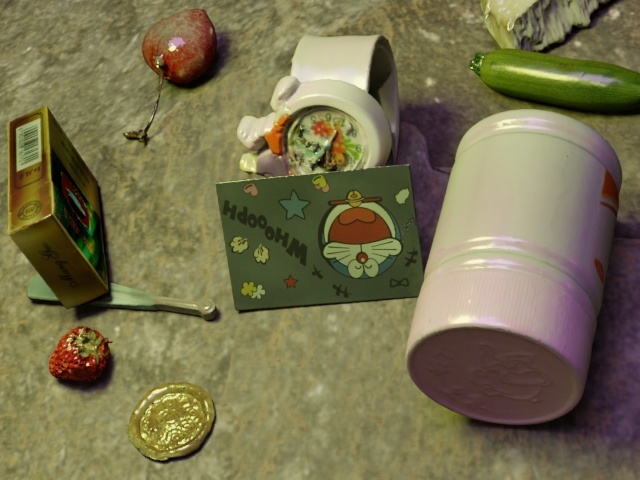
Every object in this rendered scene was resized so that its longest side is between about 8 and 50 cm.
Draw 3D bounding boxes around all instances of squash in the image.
[{"bbox_3d":[0.308,-0.210,1.943,0.258,0.069,0.069,12,56,28],"label":"squash"}]

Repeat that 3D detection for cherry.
[{"bbox_3d":[-0.229,-0.245,2.144,0.107,0.090,0.225,29,72,22],"label":"cherry"}]

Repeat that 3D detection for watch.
[{"bbox_3d":[0.010,-0.138,1.902,0.196,0.244,0.231,1,30,13],"label":"watch"}]

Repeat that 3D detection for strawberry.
[{"bbox_3d":[-0.302,0.147,1.847,0.083,0.073,0.073,-39,37,35],"label":"strawberry"}]

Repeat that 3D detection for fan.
[{"bbox_3d":[-0.256,0.069,1.920,0.282,0.023,0.057,6,44,23],"label":"fan"}]

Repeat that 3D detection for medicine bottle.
[{"bbox_3d":[0.222,0.028,1.673,0.202,0.202,0.315,3,51,21],"label":"medicine bottle"}]

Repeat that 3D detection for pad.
[{"bbox_3d":[0.000,0.000,1.816,0.246,0.170,0.006,-5,13,13],"label":"pad"}]

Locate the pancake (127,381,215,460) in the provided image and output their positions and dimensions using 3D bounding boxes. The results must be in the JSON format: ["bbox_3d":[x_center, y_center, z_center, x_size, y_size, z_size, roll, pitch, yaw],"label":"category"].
[{"bbox_3d":[-0.179,0.216,1.774,0.115,0.011,0.115,-11,47,12],"label":"pancake"}]

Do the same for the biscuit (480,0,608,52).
[{"bbox_3d":[0.321,-0.374,2.067,0.281,0.084,0.179,-41,51,-17],"label":"biscuit"}]

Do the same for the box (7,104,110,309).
[{"bbox_3d":[-0.345,-0.044,1.942,0.071,0.159,0.240,-21,42,6],"label":"box"}]
